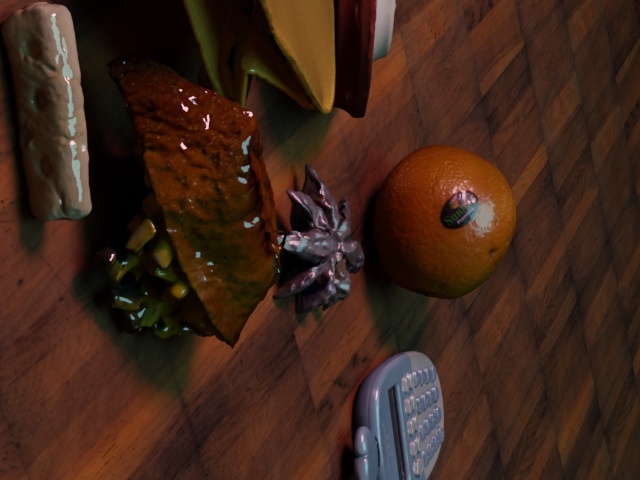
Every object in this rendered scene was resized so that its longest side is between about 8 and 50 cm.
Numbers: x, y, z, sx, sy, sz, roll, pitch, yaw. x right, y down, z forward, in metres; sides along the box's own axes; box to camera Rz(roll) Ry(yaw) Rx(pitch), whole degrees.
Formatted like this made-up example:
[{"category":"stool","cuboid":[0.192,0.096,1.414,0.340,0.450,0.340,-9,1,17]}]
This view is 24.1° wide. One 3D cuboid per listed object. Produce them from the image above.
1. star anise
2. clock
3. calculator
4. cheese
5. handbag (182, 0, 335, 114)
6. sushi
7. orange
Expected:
[{"category":"star anise","cuboid":[0.000,0.000,1.781,0.204,0.061,0.181,48,45,-50]},{"category":"clock","cuboid":[0.053,-0.302,1.761,0.318,0.080,0.318,-179,-90,-89]},{"category":"calculator","cuboid":[0.102,0.248,1.976,0.302,0.042,0.188,-23,108,-62]},{"category":"cheese","cuboid":[-0.238,-0.112,1.323,0.043,0.065,0.194,-19,103,-69]},{"category":"handbag","cuboid":[-0.074,-0.340,1.502,0.283,0.133,0.401,70,18,-54]},{"category":"sushi","cuboid":[-0.127,-0.025,1.453,0.296,0.179,0.167,79,0,-48]},{"category":"orange","cuboid":[0.160,-0.023,1.963,0.206,0.206,0.206,13,76,-62]}]
